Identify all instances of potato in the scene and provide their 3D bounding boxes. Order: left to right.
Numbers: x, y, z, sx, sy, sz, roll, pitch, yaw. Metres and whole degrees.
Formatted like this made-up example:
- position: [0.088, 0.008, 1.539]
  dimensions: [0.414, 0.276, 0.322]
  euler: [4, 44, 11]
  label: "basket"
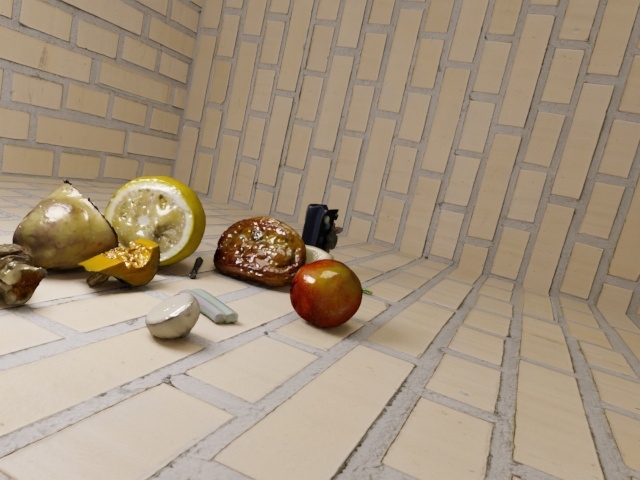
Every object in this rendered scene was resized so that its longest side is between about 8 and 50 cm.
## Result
- position: [-0.813, -0.011, 1.491]
  dimensions: [0.301, 0.288, 0.237]
  euler: [38, 53, 15]
  label: "potato"

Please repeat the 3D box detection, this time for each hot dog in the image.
- position: [-0.248, 0.043, 1.895]
  dimensions: [0.388, 0.266, 0.174]
  euler: [12, -30, 23]
  label: "hot dog"

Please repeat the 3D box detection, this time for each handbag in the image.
- position: [0.000, 0.000, 2.217]
  dimensions: [0.119, 0.325, 0.269]
  euler: [18, 10, 19]
  label: "handbag"

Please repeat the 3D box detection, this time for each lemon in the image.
- position: [-0.596, -0.071, 1.801]
  dimensions: [0.365, 0.364, 0.364]
  euler: [12, 9, -2]
  label: "lemon"

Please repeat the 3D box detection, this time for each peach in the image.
- position: [0.018, 0.166, 1.544]
  dimensions: [0.231, 0.230, 0.231]
  euler: [12, 9, -2]
  label: "peach"

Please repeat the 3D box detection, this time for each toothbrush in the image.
- position: [-0.478, 0.100, 1.870]
  dimensions: [0.030, 0.030, 0.297]
  euler: [38, 2, -13]
  label: "toothbrush"

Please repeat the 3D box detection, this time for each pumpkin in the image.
- position: [-0.605, 0.090, 1.484]
  dimensions: [0.131, 0.125, 0.248]
  euler: [18, 28, 33]
  label: "pumpkin"

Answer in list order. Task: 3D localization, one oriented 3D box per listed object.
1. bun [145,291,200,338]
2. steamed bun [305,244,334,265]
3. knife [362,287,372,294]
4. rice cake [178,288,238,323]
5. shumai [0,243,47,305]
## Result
- position: [-0.358, 0.200, 1.204]
  dimensions: [0.138, 0.094, 0.138]
  euler: [-17, 24, 8]
  label: "bun"
- position: [-0.059, 0.110, 2.002]
  dimensions: [0.239, 0.169, 0.152]
  euler: [13, -10, 10]
  label: "steamed bun"
- position: [0.143, 0.205, 2.116]
  dimensions: [0.184, 0.022, 0.026]
  euler: [16, 36, 23]
  label: "knife"
- position: [-0.336, 0.192, 1.436]
  dimensions: [0.080, 0.042, 0.222]
  euler: [6, 12, -46]
  label: "rice cake"
- position: [-0.772, 0.093, 1.182]
  dimensions: [0.153, 0.161, 0.209]
  euler: [35, -13, 2]
  label: "shumai"
